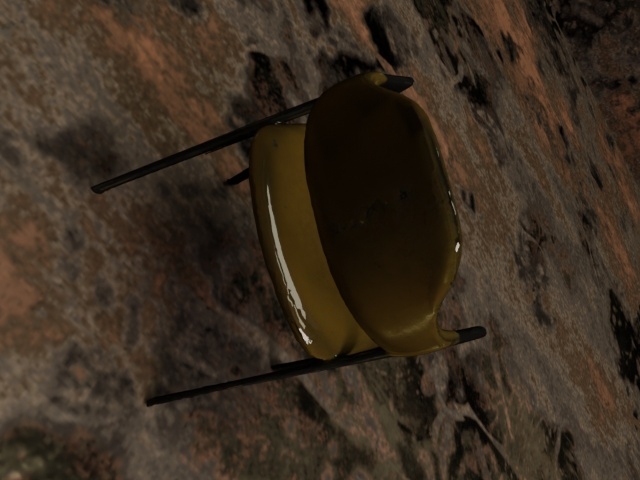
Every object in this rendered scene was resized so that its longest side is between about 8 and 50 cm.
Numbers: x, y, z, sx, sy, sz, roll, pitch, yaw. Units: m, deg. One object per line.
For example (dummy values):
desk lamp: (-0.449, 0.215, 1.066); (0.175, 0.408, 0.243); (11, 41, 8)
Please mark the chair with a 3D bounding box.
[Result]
chair: (0.000, 0.000, 0.437); (0.172, 0.247, 0.158); (-6, 80, -56)
